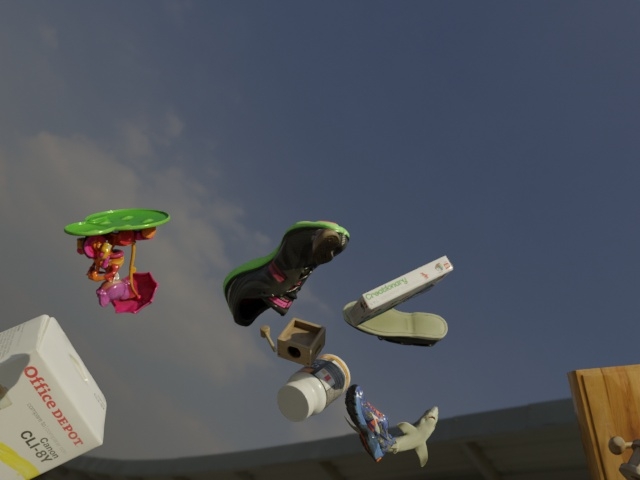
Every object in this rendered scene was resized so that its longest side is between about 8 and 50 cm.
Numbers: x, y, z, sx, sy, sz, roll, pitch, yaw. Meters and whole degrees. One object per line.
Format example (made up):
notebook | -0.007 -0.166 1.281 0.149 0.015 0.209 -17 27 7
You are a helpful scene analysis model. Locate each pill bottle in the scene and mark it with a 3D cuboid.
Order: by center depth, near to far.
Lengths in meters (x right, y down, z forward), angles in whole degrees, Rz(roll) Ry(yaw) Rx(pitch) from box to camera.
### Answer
pill bottle | -0.023 0.519 2.017 0.162 0.278 0.162 6 -78 29

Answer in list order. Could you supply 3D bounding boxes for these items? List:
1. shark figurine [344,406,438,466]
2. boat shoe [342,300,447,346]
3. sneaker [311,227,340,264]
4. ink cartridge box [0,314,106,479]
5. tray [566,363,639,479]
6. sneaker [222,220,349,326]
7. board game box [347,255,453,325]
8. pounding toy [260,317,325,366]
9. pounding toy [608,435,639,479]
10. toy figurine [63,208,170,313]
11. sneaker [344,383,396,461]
shark figurine | 0.216 0.589 1.718 0.116 0.278 0.166 167 -79 -77
boat shoe | 0.236 0.285 1.881 0.340 0.127 0.113 6 -39 -1
sneaker | 0.000 0.000 1.391 0.188 0.066 0.071 105 -34 -67
ink cartridge box | -0.689 0.367 1.185 0.160 0.385 0.279 48 -20 63
tray | 0.829 0.555 1.553 0.203 0.411 0.076 -5 -19 1
sneaker | -0.092 0.109 1.683 0.185 0.202 0.483 23 -48 -40
board game box | 0.243 0.158 1.760 0.053 0.305 0.193 61 -21 16
pounding toy | -0.112 0.357 1.961 0.206 0.181 0.094 14 -56 19
pounding toy | 0.775 0.497 1.268 0.269 0.155 0.154 23 -22 43
toy figurine | -0.315 0.044 0.901 0.130 0.173 0.159 8 -74 26
sneaker | 0.132 0.476 1.527 0.083 0.087 0.221 15 -51 67
